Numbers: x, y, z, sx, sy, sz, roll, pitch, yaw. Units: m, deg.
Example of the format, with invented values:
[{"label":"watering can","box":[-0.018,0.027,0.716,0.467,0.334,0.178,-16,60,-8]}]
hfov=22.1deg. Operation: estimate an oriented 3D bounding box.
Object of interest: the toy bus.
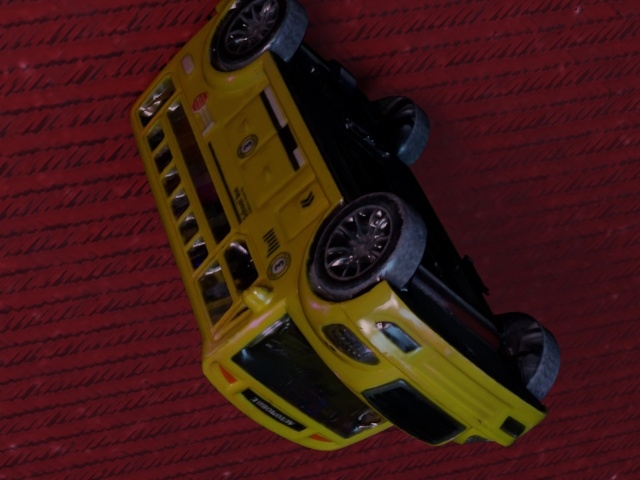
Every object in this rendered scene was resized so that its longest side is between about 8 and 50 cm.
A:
[{"label":"toy bus","box":[0.000,0.000,0.917,0.151,0.331,0.145,-41,127,13]}]
